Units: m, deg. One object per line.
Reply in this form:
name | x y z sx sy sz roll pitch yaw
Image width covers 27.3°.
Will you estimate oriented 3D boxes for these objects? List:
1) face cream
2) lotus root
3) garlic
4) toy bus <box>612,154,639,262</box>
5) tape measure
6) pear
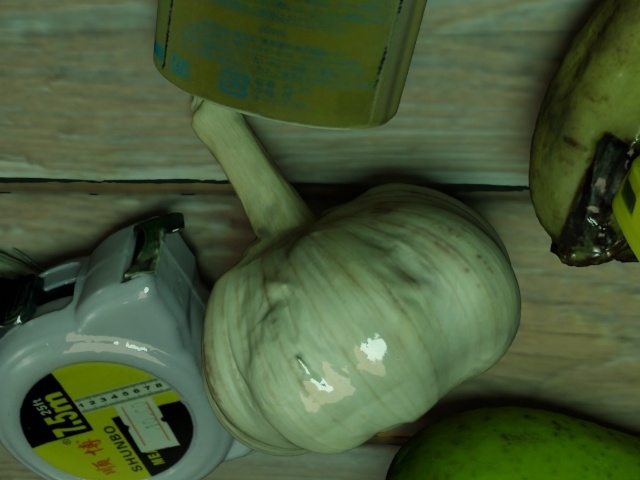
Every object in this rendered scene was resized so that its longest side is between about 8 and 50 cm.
face cream | -0.002 -0.186 0.638 0.139 0.067 0.285 12 132 -1
lotus root | 0.189 -0.093 0.666 0.110 0.097 0.258 17 124 -18
garlic | 0.000 0.000 0.759 0.199 0.199 0.226 -32 86 31
toy bus | 0.313 -0.010 0.619 0.330 0.144 0.152 3 128 -22
tape measure | -0.136 0.082 0.876 0.178 0.105 0.196 -14 128 12
pear | 0.147 0.222 0.903 0.293 0.159 0.292 4 127 6
